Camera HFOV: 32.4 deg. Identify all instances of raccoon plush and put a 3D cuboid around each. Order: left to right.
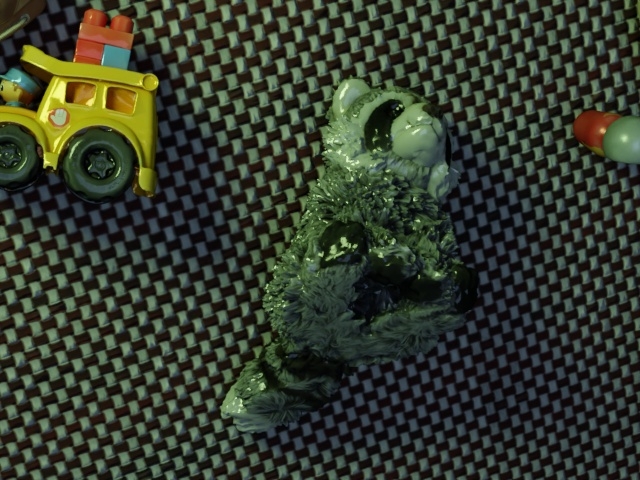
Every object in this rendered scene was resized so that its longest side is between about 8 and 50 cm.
[{"bbox_3d":[0.000,0.000,1.337,0.446,0.299,0.216,-33,131,31],"label":"raccoon plush"}]

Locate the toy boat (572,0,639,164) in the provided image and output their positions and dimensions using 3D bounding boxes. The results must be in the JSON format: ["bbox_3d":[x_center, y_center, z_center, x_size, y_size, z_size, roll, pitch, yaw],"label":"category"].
[{"bbox_3d":[0.463,-0.206,1.366,0.318,0.148,0.267,-40,110,-1],"label":"toy boat"}]

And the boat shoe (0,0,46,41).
[{"bbox_3d":[-0.435,-0.205,1.166,0.324,0.123,0.116,-27,140,9],"label":"boat shoe"}]

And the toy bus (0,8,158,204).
[{"bbox_3d":[-0.282,-0.150,1.215,0.220,0.149,0.212,7,90,-13],"label":"toy bus"}]
